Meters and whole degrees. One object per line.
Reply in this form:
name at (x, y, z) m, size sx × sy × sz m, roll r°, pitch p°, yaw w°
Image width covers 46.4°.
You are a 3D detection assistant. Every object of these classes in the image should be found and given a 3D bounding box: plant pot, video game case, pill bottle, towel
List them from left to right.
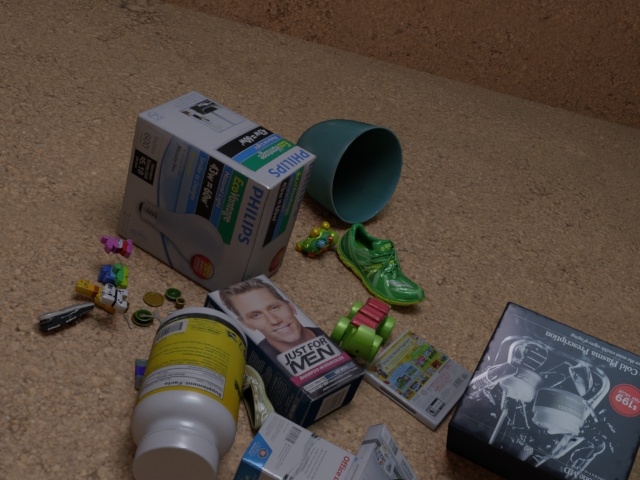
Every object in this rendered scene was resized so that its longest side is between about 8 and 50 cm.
towel at (-0.346, 0.271, 1.516) m, size 0.060 × 0.009 × 0.083 m, roll 8°, pitch 36°, yaw -18°
pill bottle at (-0.242, 0.294, 1.382) m, size 0.188 × 0.187 × 0.334 m, roll 15°, pitch 35°, yaw -9°
plant pot at (0.060, -0.227, 2.213) m, size 0.293 × 0.292 × 0.235 m, roll -13°, pitch 32°, yaw -41°
video game case at (0.234, 0.320, 1.757) m, size 0.206 × 0.026 × 0.227 m, roll 35°, pitch 37°, yaw 19°

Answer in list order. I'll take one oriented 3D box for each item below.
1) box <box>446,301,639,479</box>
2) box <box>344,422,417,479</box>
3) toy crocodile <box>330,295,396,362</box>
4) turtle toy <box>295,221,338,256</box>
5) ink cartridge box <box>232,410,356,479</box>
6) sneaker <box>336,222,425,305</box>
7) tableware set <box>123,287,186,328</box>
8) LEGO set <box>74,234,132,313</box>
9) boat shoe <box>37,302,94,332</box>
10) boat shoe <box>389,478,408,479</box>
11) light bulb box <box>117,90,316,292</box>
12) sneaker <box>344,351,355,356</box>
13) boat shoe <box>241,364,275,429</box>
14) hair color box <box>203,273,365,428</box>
box at (0.482, 0.352, 1.548) m, size 0.343 × 0.179 × 0.312 m, roll 23°, pitch 65°, yaw 20°
box at (0.113, 0.461, 1.407) m, size 0.145 × 0.038 × 0.186 m, roll 59°, pitch 31°, yaw -14°
toy crocodile at (0.111, 0.195, 1.762) m, size 0.115 × 0.105 × 0.340 m, roll 28°, pitch 19°, yaw 9°
turtle toy at (0.000, 0.000, 2.030) m, size 0.066 × 0.095 × 0.130 m, roll 52°, pitch 40°, yaw 5°
ink cartridge box at (-0.046, 0.428, 1.396) m, size 0.191 × 0.082 × 0.139 m, roll 28°, pitch 34°, yaw 7°
sneaker at (0.160, 0.064, 1.986) m, size 0.295 × 0.123 × 0.109 m, roll 41°, pitch 38°, yaw 26°
tableware set at (-0.371, 0.144, 1.669) m, size 0.154 × 0.024 × 0.104 m, roll -7°, pitch 42°, yaw -35°
LEGO set at (-0.478, 0.083, 1.635) m, size 0.093 × 0.087 × 0.227 m, roll 23°, pitch 30°, yaw -26°
boat shoe at (-0.524, 0.158, 1.552) m, size 0.046 × 0.038 × 0.125 m, roll -8°, pitch 6°, yaw 39°
boat shoe at (0.247, 0.525, 1.370) m, size 0.340 × 0.127 × 0.113 m, roll 29°, pitch 22°, yaw -3°
light bulb box at (-0.252, -0.105, 1.785) m, size 0.361 × 0.357 × 0.225 m, roll 29°, pitch 36°, yaw 14°
sneaker at (0.049, 0.269, 1.728) m, size 0.083 × 0.031 × 0.035 m, roll 8°, pitch 66°, yaw -34°
boat shoe at (-0.141, 0.319, 1.525) m, size 0.048 × 0.056 × 0.153 m, roll 0°, pitch 46°, yaw -36°
hair color box at (-0.090, 0.234, 1.626) m, size 0.347 × 0.105 × 0.174 m, roll 41°, pitch 37°, yaw 27°
